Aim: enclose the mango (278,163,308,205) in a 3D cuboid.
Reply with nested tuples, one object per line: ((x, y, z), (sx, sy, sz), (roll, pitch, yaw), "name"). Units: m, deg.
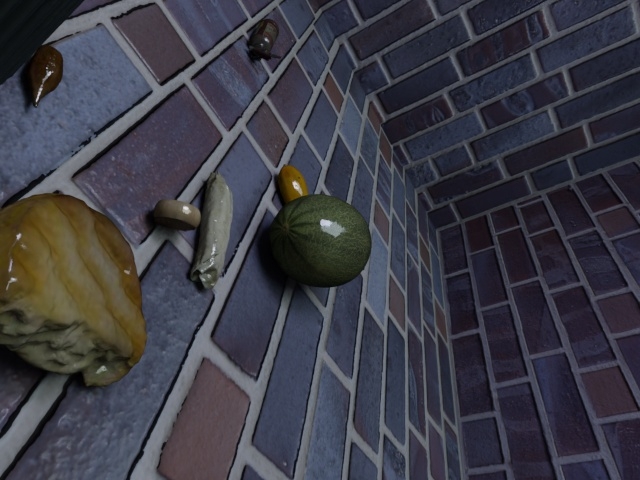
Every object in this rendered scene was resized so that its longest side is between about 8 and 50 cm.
((-0.072, -0.131, 1.327), (0.098, 0.075, 0.190), (-38, 112, -60), "mango")

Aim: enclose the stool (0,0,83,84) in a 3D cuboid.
((-0.397, -0.380, 0.523), (0.297, 0.330, 0.297), (47, 31, -41), "stool")

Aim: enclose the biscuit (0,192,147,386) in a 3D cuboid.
((-0.315, 0.058, 0.575), (0.274, 0.091, 0.213), (69, 9, -51), "biscuit")

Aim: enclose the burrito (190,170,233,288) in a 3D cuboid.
((-0.219, -0.028, 0.944), (0.082, 0.059, 0.275), (64, 20, -48), "burrito")

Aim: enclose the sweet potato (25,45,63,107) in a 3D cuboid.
((-0.425, -0.248, 0.704), (0.049, 0.049, 0.117), (36, 43, -51), "sweet potato")

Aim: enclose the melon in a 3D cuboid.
((0.000, 0.000, 1.164), (0.302, 0.238, 0.237), (20, 53, -58), "melon")

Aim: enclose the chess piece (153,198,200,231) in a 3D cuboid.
((-0.262, -0.045, 0.837), (0.084, 0.084, 0.038), (34, 59, -52), "chess piece")

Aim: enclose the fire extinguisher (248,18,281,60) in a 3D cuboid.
((-0.175, -0.653, 1.498), (0.252, 0.106, 0.075), (-83, 163, -48), "fire extinguisher")
